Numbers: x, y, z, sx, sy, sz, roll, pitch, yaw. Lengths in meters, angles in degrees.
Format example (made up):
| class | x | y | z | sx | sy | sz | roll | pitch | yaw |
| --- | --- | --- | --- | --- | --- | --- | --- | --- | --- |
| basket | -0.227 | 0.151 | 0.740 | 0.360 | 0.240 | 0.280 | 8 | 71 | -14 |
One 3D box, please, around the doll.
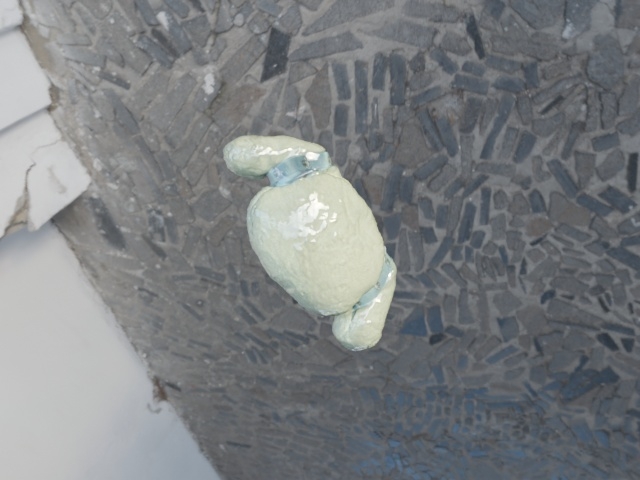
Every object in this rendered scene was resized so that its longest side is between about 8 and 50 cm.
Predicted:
| class | x | y | z | sx | sy | sz | roll | pitch | yaw |
| --- | --- | --- | --- | --- | --- | --- | --- | --- | --- |
| doll | 0.000 | 0.000 | 0.392 | 0.103 | 0.071 | 0.214 | -36 | 105 | -7 |
